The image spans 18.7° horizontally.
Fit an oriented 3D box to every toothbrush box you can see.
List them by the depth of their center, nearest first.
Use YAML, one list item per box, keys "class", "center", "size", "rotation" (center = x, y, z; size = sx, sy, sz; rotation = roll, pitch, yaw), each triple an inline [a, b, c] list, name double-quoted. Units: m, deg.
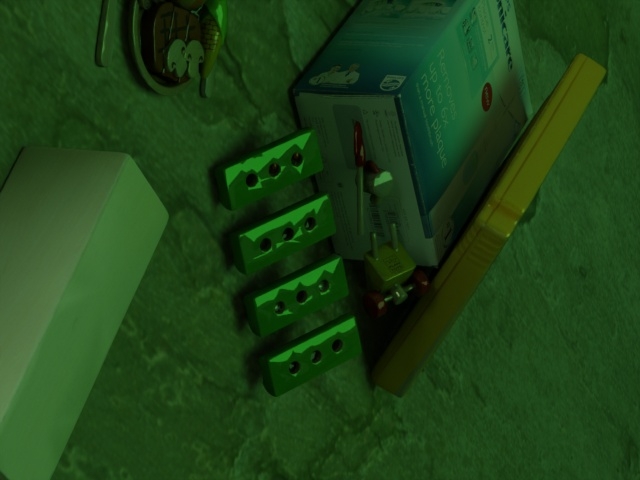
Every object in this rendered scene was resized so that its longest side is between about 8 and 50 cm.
- class: "toothbrush box"
  center: [0.105, -0.145, 2.039]
  size: [0.295, 0.126, 0.216]
  rotation: [-56, 141, -45]

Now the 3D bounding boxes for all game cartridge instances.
- class: "game cartridge"
  center: [0.179, -0.016, 2.094]
  size: [0.285, 0.052, 0.324]
  rotation: [-55, 175, -42]

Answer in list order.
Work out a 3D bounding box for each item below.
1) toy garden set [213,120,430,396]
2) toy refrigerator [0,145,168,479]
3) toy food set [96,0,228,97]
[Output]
- class: "toy garden set"
  center: [0.000, 0.000, 1.894]
  size: [0.203, 0.049, 0.244]
  rotation: [-26, 118, -28]
- class: "toy refrigerator"
  center: [-0.219, 0.063, 1.483]
  size: [0.094, 0.102, 0.269]
  rotation: [59, 44, -48]
- class: "toy food set"
  center: [-0.123, -0.191, 1.687]
  size: [0.192, 0.038, 0.132]
  rotation: [8, 88, -62]
